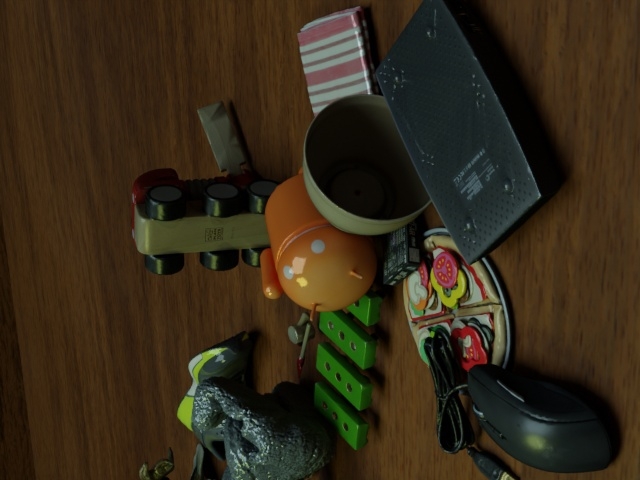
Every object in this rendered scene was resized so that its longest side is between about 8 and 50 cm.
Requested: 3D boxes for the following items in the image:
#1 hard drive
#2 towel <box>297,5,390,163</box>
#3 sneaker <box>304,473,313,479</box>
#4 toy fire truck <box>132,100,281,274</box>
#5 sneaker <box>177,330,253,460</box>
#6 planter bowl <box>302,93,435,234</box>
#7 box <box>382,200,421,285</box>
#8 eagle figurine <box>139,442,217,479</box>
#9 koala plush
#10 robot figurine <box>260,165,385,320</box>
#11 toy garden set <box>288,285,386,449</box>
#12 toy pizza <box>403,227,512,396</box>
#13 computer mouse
[{"bbox_3d":[0.154,-0.121,1.183,0.254,0.054,0.172,66,149,19],"label":"hard drive"},{"bbox_3d":[0.033,-0.185,1.406,0.144,0.029,0.197,0,104,61],"label":"towel"},{"bbox_3d":[-0.044,0.370,1.744,0.070,0.051,0.134,39,130,56],"label":"sneaker"},{"bbox_3d":[-0.173,-0.083,1.644,0.246,0.217,0.158,-119,29,-56],"label":"toy fire truck"},{"bbox_3d":[-0.152,0.258,1.861,0.121,0.111,0.300,51,149,23],"label":"sneaker"},{"bbox_3d":[0.052,-0.072,1.292,0.109,0.162,0.162,113,137,-63],"label":"planter bowl"},{"bbox_3d":[0.096,0.004,1.344,0.067,0.018,0.083,133,142,-57],"label":"box"},{"bbox_3d":[-0.219,0.534,2.036,0.298,0.225,0.226,38,-174,8],"label":"eagle figurine"},{"bbox_3d":[-0.085,0.333,1.604,0.203,0.196,0.221,30,106,53],"label":"koala plush"},{"bbox_3d":[0.001,-0.001,1.399,0.219,0.158,0.128,-105,11,-48],"label":"robot figurine"},{"bbox_3d":[0.020,0.127,1.537,0.204,0.049,0.244,40,135,45],"label":"toy garden set"},{"bbox_3d":[0.148,0.085,1.301,0.201,0.032,0.201,33,129,52],"label":"toy pizza"},{"bbox_3d":[0.200,0.218,1.215,0.262,0.060,0.184,24,135,48],"label":"computer mouse"}]
